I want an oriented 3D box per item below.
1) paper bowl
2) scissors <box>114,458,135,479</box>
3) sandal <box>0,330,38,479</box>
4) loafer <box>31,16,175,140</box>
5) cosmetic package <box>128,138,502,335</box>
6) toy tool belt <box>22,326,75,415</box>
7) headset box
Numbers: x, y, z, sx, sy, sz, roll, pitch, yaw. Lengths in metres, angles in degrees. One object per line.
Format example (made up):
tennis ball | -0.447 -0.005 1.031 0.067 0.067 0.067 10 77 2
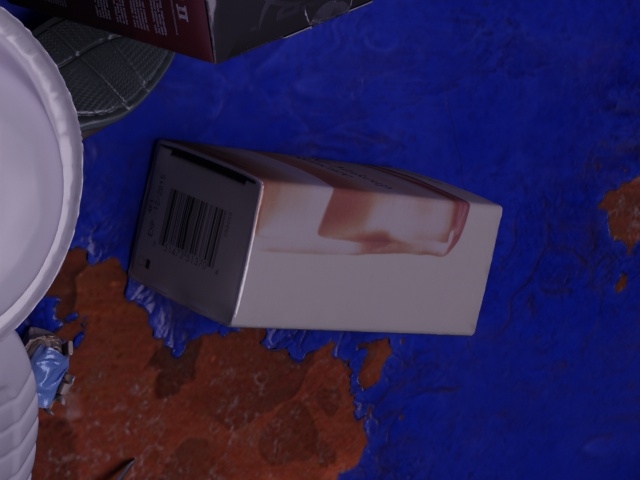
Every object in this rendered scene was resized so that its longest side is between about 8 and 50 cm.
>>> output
paper bowl | -0.287 -0.038 1.273 0.284 0.148 0.284 -11 108 -37
scissors | -0.229 0.284 1.569 0.297 0.021 0.109 -44 146 -61
sandal | -0.307 0.247 1.488 0.169 0.102 0.416 -45 147 -59
loafer | -0.226 -0.099 1.481 0.267 0.084 0.096 -42 98 -29
cosmetic package | 0.000 0.000 1.661 0.296 0.153 0.129 5 102 -45
toy tool belt | -0.228 0.116 1.557 0.052 0.051 0.083 13 96 -44
headset box | -0.074 -0.232 1.410 0.218 0.293 0.110 -26 121 -33
